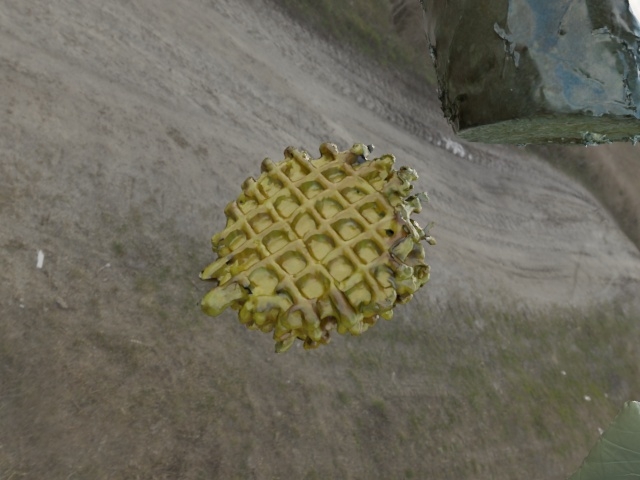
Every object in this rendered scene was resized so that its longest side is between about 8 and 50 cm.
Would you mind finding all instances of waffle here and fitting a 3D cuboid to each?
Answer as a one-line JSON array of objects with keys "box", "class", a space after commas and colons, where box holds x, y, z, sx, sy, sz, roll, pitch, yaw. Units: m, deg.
[{"box": [0.000, 0.000, 0.414, 0.070, 0.197, 0.193, 67, 20, -54], "class": "waffle"}]

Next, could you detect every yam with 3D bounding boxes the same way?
[{"box": [0.147, -0.176, 0.347, 0.154, 0.154, 0.254, -5, 80, -51], "class": "yam"}]

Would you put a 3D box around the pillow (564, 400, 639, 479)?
[{"box": [0.569, 0.431, 0.755, 0.076, 0.281, 0.274, -20, 43, -34], "class": "pillow"}]
